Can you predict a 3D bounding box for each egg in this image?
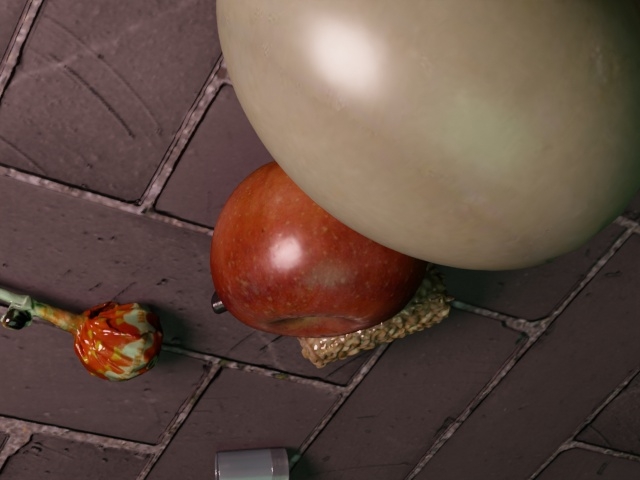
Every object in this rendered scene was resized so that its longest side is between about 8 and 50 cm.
[{"bbox_3d":[0.083,-0.137,0.845,0.336,0.278,0.278,34,118,-19],"label":"egg"}]

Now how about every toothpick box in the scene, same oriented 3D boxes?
[{"bbox_3d":[-0.082,0.274,1.333,0.083,0.052,0.052,-1,132,-11],"label":"toothpick box"}]

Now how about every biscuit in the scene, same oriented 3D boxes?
[{"bbox_3d":[0.051,0.068,1.160,0.168,0.082,0.070,-23,146,3],"label":"biscuit"}]

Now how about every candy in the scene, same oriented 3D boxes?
[{"bbox_3d":[-0.284,0.060,1.088,0.287,0.078,0.084,27,125,-23],"label":"candy"}]

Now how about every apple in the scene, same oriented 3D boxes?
[{"bbox_3d":[0.000,0.000,1.024,0.201,0.162,0.201,0,164,0],"label":"apple"}]

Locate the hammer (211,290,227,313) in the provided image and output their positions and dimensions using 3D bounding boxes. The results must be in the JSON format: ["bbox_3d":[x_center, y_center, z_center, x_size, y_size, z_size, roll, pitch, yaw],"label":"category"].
[{"bbox_3d":[-0.014,0.045,1.132,0.200,0.078,0.021,-14,145,8],"label":"hammer"}]
